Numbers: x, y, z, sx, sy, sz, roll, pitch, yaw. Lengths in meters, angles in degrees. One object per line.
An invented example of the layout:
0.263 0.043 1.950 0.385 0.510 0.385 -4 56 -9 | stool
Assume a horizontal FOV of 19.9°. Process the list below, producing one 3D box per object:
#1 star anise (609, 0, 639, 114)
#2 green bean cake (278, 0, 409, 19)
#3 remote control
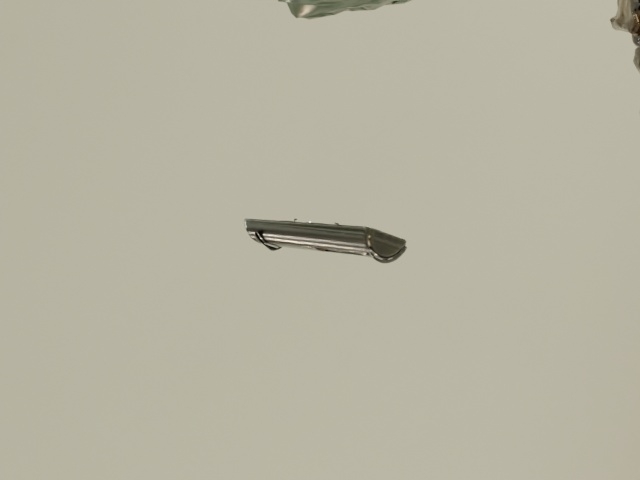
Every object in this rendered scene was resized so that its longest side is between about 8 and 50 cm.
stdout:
0.243 -0.167 1.209 0.099 0.220 0.214 0 -85 -2 | star anise
0.033 -0.273 0.756 0.169 0.300 0.308 -8 -68 22 | green bean cake
0.000 0.000 0.918 0.034 0.091 0.016 17 -99 -45 | remote control
